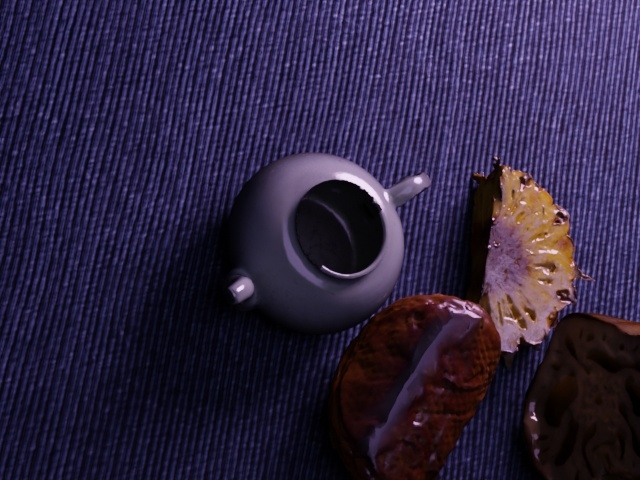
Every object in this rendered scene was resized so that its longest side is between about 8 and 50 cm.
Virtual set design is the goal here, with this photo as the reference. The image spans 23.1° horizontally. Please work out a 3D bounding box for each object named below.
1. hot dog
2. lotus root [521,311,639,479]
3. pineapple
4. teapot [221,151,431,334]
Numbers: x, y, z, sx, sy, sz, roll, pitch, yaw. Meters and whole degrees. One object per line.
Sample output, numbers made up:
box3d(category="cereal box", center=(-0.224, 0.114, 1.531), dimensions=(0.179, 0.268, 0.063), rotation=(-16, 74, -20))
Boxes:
box3d(category="hot dog", center=(0.098, 0.160, 1.642), dimensions=(0.160, 0.099, 0.227), rotation=(42, 76, -19))
box3d(category="lotus root", center=(0.346, 0.190, 1.713), dimensions=(0.180, 0.188, 0.199), rotation=(14, 102, -43))
box3d(category="pineapple", center=(0.234, 0.030, 1.762), dimensions=(0.135, 0.079, 0.233), rotation=(8, 79, -13))
box3d(category="teapot", center=(0.000, 0.000, 1.632), dimensions=(0.294, 0.129, 0.193), rotation=(-31, 91, -28))
